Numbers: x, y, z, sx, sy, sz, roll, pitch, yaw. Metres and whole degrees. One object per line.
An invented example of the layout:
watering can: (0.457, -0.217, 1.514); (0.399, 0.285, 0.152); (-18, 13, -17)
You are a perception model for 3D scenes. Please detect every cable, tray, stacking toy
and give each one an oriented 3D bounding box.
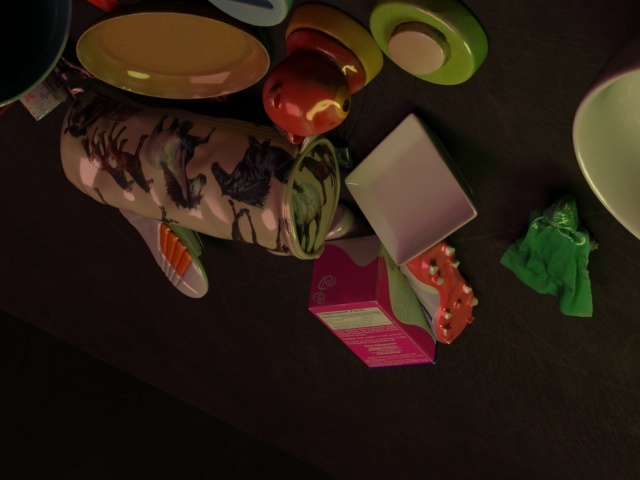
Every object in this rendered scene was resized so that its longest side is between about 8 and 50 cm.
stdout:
cable: (-0.366, -0.270, 1.837); (0.139, 0.072, 0.287); (31, 154, 54)
tray: (0.116, -0.062, 1.580); (0.145, 0.030, 0.270); (57, 158, 3)
stacking toy: (0.005, -0.223, 1.296); (0.279, 0.130, 0.309); (12, 152, 41)

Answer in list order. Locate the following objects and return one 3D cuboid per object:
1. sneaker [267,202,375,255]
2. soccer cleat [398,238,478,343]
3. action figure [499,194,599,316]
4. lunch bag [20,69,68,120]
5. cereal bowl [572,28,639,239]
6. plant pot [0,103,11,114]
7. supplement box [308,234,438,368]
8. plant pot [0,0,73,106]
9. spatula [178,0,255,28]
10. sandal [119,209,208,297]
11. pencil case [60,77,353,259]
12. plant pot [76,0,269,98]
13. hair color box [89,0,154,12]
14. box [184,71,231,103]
sneaker: (0.000, 0.000, 1.871); (0.094, 0.080, 0.212); (30, 161, -30)
soccer cleat: (0.161, 0.060, 1.784); (0.095, 0.083, 0.248); (37, 163, 33)
action figure: (0.286, 0.007, 1.505); (0.137, 0.063, 0.232); (28, 162, 16)
lunch bag: (-0.425, -0.237, 1.908); (0.053, 0.083, 0.071); (44, 169, 36)
cereal bowl: (0.395, -0.086, 1.052); (0.339, 0.141, 0.339); (27, 158, 12)
plant pot: (-0.638, -0.288, 1.877); (0.235, 0.267, 0.267); (30, 162, 37)
supplement box: (0.083, 0.093, 1.824); (0.113, 0.111, 0.220); (-7, 148, 25)
plant pot: (-0.491, -0.315, 1.619); (0.271, 0.272, 0.255); (45, 169, -29)
spatula: (-0.197, -0.335, 1.459); (0.296, 0.030, 0.084); (38, 160, -15)
sandal: (-0.264, -0.024, 2.182); (0.265, 0.076, 0.102); (54, 142, -1)
pencil case: (-0.167, -0.107, 1.689); (0.410, 0.160, 0.184); (15, 111, 26)
plant pot: (-0.180, -0.236, 1.532); (0.236, 0.032, 0.236); (0, 162, 0)
hair color box: (-0.267, -0.328, 1.516); (0.141, 0.072, 0.043); (31, 159, 5)
box: (-0.188, -0.238, 1.662); (0.094, 0.027, 0.137); (7, 148, 50)
